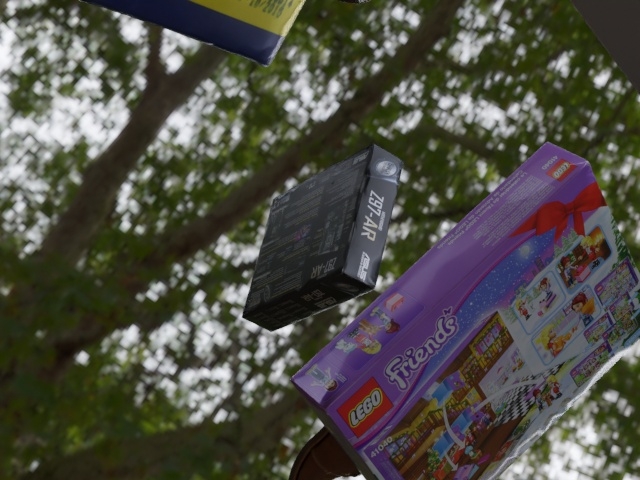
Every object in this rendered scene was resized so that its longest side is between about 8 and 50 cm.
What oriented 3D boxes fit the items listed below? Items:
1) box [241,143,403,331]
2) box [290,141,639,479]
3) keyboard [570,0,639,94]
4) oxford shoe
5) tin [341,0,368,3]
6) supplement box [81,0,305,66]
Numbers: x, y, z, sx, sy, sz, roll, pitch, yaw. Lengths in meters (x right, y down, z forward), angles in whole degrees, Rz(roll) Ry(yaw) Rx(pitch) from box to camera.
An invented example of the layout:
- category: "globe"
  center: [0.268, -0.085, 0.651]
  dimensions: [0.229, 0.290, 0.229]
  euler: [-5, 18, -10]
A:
- category: "box"
  center: [0.000, 0.000, 0.610]
  dimensions: [0.018, 0.067, 0.083]
  euler: [28, -31, -26]
- category: "box"
  center: [0.138, 0.088, 1.117]
  dimensions: [0.057, 0.293, 0.201]
  euler: [35, -17, 50]
- category: "keyboard"
  center: [0.233, -0.113, 0.863]
  dimensions: [0.072, 0.014, 0.256]
  euler: [-32, -80, 38]
- category: "oxford shoe"
  center: [0.027, 0.219, 1.376]
  dimensions: [0.076, 0.076, 0.212]
  euler: [42, -47, 15]
- category: "tin"
  center: [0.002, -0.249, 1.221]
  dimensions: [0.106, 0.040, 0.189]
  euler: [11, 4, -11]
- category: "supplement box"
  center: [-0.066, -0.328, 0.881]
  dimensions: [0.195, 0.194, 0.356]
  euler: [38, -75, 32]
